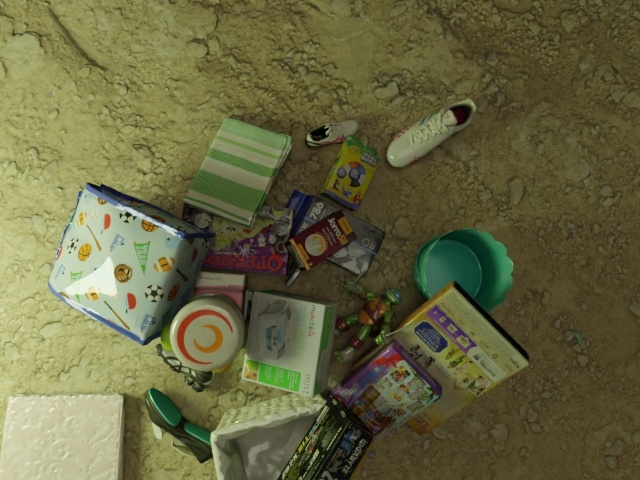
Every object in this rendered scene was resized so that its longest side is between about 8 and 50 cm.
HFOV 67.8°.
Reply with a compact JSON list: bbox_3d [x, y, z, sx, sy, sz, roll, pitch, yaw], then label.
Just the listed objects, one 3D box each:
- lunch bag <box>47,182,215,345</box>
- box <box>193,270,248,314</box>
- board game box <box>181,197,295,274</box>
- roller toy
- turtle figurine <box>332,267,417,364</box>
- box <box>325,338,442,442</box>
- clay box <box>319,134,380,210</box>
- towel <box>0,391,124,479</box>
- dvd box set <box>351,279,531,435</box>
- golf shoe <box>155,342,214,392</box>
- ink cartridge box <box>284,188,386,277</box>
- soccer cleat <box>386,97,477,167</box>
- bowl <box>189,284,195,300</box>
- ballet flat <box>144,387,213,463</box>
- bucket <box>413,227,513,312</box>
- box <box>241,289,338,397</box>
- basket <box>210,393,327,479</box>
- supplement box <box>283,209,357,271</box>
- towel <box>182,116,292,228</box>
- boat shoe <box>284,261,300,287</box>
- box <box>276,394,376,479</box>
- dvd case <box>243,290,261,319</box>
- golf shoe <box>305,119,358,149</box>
[{"bbox_3d":[-0.538,0.049,1.320,0.385,0.239,0.328,22,93,10],"label":"lunch bag"},{"bbox_3d":[-0.303,0.212,1.427,0.148,0.127,0.233,4,84,-4],"label":"box"},{"bbox_3d":[-0.261,-0.012,1.467,0.346,0.056,0.208,5,87,5],"label":"board game box"},{"bbox_3d":[-0.298,0.243,1.287,0.209,0.146,0.191,35,89,-9],"label":"roller toy"},{"bbox_3d":[0.116,0.227,1.411,0.266,0.274,0.198,-44,89,6],"label":"turtle figurine"},{"bbox_3d":[0.184,0.455,1.414,0.201,0.057,0.293,45,114,0],"label":"box"},{"bbox_3d":[0.102,-0.221,1.535,0.127,0.053,0.222,27,83,-20],"label":"clay box"},{"bbox_3d":[-0.743,0.604,1.380,0.331,0.053,0.317,2,83,-6],"label":"towel"},{"bbox_3d":[0.341,0.357,1.401,0.307,0.062,0.420,44,114,0],"label":"dvd box set"},{"bbox_3d":[-0.406,0.365,1.435,0.198,0.077,0.094,44,71,-7],"label":"golf shoe"},{"bbox_3d":[0.027,-0.025,1.519,0.332,0.065,0.166,26,83,-2],"label":"ink cartridge box"},{"bbox_3d":[0.360,-0.360,1.545,0.331,0.143,0.116,-34,88,-8],"label":"soccer cleat"},{"bbox_3d":[-0.450,0.178,1.453,0.141,0.053,0.142,2,83,-5],"label":"bowl"},{"bbox_3d":[-0.426,0.557,1.399,0.280,0.095,0.096,40,94,-1],"label":"ballet flat"},{"bbox_3d":[0.429,0.100,1.485,0.281,0.183,0.281,1,84,-6],"label":"bucket"},{"bbox_3d":[-0.085,0.292,1.391,0.231,0.126,0.262,9,90,22],"label":"box"},{"bbox_3d":[-0.104,0.625,1.334,0.328,0.266,0.332,-13,85,-7],"label":"basket"},{"bbox_3d":[0.000,0.000,1.420,0.188,0.081,0.104,-32,94,-19],"label":"supplement box"},{"bbox_3d":[-0.254,-0.218,1.475,0.247,0.038,0.325,19,73,10],"label":"towel"},{"bbox_3d":[-0.074,0.082,1.491,0.040,0.049,0.142,36,104,6],"label":"boat shoe"},{"bbox_3d":[-0.015,0.537,1.091,0.079,0.257,0.322,35,80,-2],"label":"box"},{"bbox_3d":[-0.190,0.198,1.452,0.013,0.119,0.087,1,83,29],"label":"dvd case"},{"bbox_3d":[0.042,-0.348,1.542,0.186,0.086,0.068,-23,86,-9],"label":"golf shoe"}]
